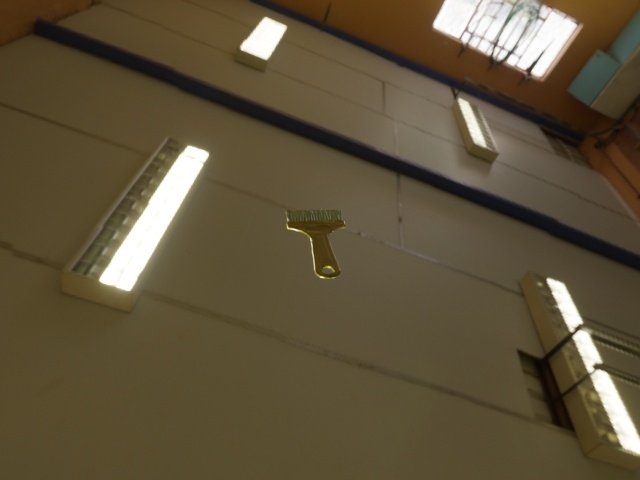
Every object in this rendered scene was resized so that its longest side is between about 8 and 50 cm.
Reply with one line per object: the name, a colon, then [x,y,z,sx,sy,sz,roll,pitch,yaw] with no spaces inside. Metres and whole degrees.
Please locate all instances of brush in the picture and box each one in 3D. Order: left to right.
brush: [0.000,0.000,0.657,0.083,0.011,0.205,-1,-155,-6]
